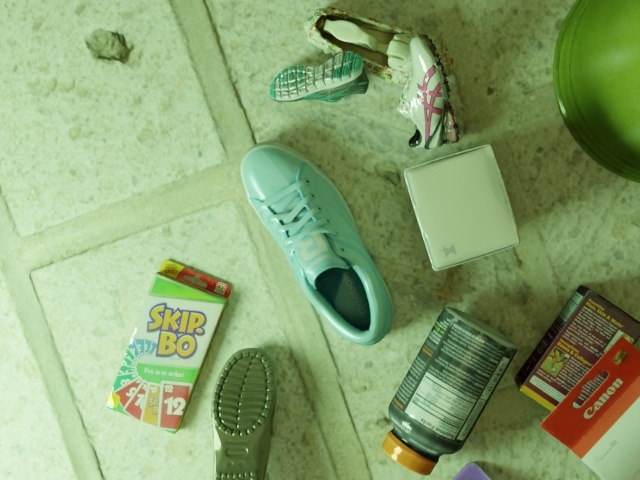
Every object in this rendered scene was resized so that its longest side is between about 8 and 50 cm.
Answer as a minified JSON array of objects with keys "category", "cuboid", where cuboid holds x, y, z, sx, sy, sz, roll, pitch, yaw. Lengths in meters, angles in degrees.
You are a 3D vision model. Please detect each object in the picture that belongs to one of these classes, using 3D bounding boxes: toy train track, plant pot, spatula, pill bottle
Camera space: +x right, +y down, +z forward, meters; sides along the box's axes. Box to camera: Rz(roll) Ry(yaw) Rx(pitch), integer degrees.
[{"category":"toy train track","cuboid":[0.203,0.069,1.508,0.048,0.014,0.083,16,89,10]},{"category":"plant pot","cuboid":[0.530,-0.253,1.293,0.367,0.353,0.366,0,94,5]},{"category":"spatula","cuboid":[0.178,0.491,1.518,0.030,0.084,0.296,22,105,-41]},{"category":"pill bottle","cuboid":[0.188,0.236,1.460,0.130,0.130,0.245,29,95,2]}]

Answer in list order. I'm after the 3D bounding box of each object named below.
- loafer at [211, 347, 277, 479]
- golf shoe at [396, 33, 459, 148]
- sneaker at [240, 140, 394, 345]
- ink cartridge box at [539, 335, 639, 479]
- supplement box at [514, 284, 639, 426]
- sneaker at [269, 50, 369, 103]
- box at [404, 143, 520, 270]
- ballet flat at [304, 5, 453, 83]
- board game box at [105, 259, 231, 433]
[{"category":"loafer","cuboid":[-0.125,0.305,1.511,0.102,0.092,0.268,7,78,2]},{"category":"golf shoe","cuboid":[0.155,-0.218,1.435,0.086,0.067,0.186,-14,122,5]},{"category":"sneaker","cuboid":[0.000,0.000,1.450,0.135,0.150,0.366,-37,90,5]},{"category":"ink cartridge box","cuboid":[0.472,0.280,1.432,0.232,0.066,0.189,37,97,-31]},{"category":"supplement box","cuboid":[0.397,0.175,1.465,0.104,0.081,0.188,34,96,1]},{"category":"sneaker","cuboid":[0.000,-0.237,1.480,0.166,0.076,0.065,-8,59,26]},{"category":"box","cuboid":[0.201,-0.052,1.389,0.127,0.232,0.148,-17,93,6]},{"category":"ballet flat","cuboid":[0.088,-0.297,1.461,0.241,0.077,0.091,16,94,3]},{"category":"board game box","cuboid":[-0.244,0.171,1.539,0.124,0.039,0.259,21,92,2]}]
